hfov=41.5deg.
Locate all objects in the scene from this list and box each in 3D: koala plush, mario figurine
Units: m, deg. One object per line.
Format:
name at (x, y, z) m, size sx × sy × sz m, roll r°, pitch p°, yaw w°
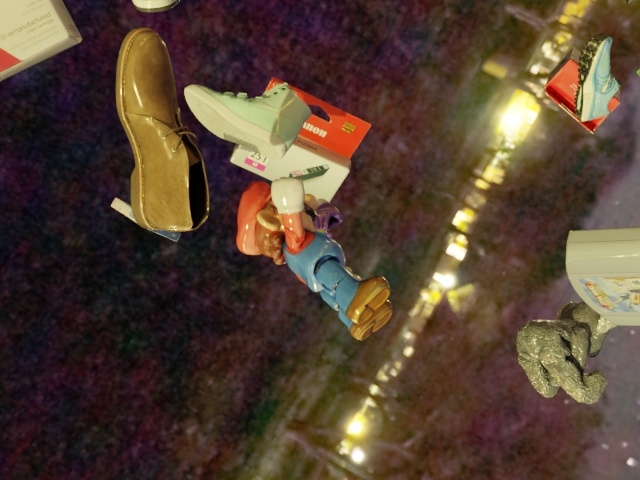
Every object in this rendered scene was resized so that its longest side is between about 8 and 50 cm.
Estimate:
koala plush at (0.564, 0.215, 1.879) m, size 0.221 × 0.203 × 0.196 m, roll -40°, pitch -166°, yaw -20°
mario figurine at (0.000, 0.000, 1.374) m, size 0.170 × 0.320 × 0.198 m, roll -21°, pitch 145°, yaw -46°

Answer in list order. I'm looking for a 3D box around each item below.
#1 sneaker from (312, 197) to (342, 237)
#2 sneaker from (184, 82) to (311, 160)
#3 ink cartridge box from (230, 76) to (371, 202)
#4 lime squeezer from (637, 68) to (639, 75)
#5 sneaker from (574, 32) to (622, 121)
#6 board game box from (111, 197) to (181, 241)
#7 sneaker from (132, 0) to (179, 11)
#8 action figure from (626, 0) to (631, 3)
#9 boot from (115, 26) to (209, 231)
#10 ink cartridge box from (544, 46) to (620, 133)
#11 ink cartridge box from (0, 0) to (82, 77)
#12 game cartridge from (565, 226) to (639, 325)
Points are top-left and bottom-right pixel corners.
sneaker at (-0.020, -0.013, 1.539) m, size 0.170 × 0.071 × 0.068 m, roll -44°, pitch 158°, yaw -31°
sneaker at (-0.143, -0.274, 1.719) m, size 0.151 × 0.256 × 0.094 m, roll -53°, pitch 164°, yaw -26°
ink cartridge box at (-0.048, -0.237, 2.067) m, size 0.239 × 0.275 × 0.060 m, roll -57°, pitch -165°, yaw 38°
lime squeezer at (0.581, -0.185, 1.379) m, size 0.059 × 0.110 × 0.310 m, roll -54°, pitch -167°, yaw 30°
sneaker at (0.505, -0.295, 1.520) m, size 0.063 × 0.073 × 0.162 m, roll -95°, pitch -176°, yaw -56°
board game box at (-0.297, -0.035, 1.437) m, size 0.020 × 0.090 × 0.090 m, roll -61°, pitch 148°, yaw -1°
sneaker at (-0.309, -0.579, 1.606) m, size 0.178 × 0.124 × 0.295 m, roll 86°, pitch 3°, yaw -47°
action figure at (0.557, -0.411, 1.148) m, size 0.185 × 0.285 × 0.099 m, roll 72°, pitch 12°, yaw -61°
boot at (-0.221, -0.159, 1.242) m, size 0.112 × 0.115 × 0.305 m, roll -27°, pitch 119°, yaw -49°
ink cartridge box at (0.535, -0.308, 1.720) m, size 0.078 × 0.134 × 0.231 m, roll -50°, pitch 180°, yaw 27°
ink cartridge box at (-0.630, -0.471, 1.593) m, size 0.226 × 0.306 × 0.131 m, roll -27°, pitch -168°, yaw 1°
game cartridge at (0.515, 0.067, 1.360) m, size 0.297 × 0.198 × 0.062 m, roll 39°, pitch 53°, yaw -45°
